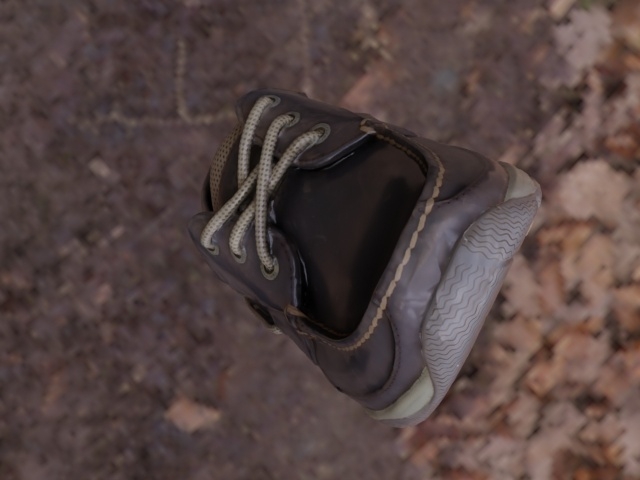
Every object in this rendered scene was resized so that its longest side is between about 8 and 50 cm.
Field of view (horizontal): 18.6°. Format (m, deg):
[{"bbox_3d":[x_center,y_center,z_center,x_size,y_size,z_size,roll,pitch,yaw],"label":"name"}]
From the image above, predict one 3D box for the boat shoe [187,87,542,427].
[{"bbox_3d":[0.000,0.000,0.931,0.130,0.355,0.132,25,87,-10],"label":"boat shoe"}]
